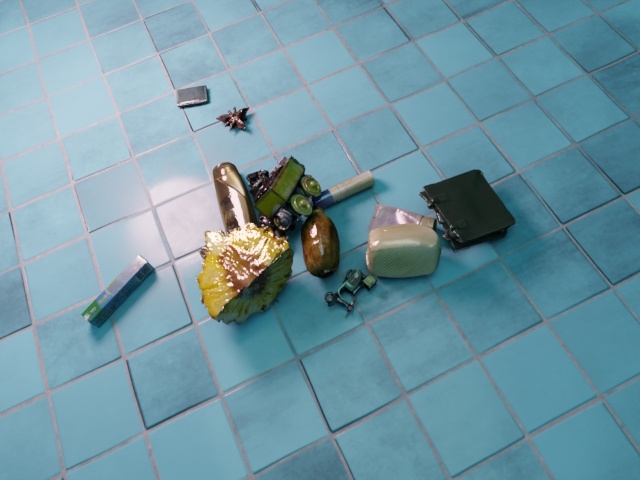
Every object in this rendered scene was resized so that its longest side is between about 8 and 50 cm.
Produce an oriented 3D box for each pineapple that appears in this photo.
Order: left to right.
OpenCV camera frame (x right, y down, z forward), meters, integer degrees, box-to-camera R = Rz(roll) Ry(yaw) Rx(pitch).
[{"bbox_3d":[-0.253,0.085,1.611,0.344,0.209,0.286,-44,57,-4],"label":"pineapple"}]

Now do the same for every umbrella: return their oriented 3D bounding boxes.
[{"bbox_3d":[-0.178,-0.122,1.737,0.110,0.122,0.272,-39,63,35],"label":"umbrella"}]

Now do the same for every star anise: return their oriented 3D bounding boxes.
[{"bbox_3d":[-0.351,-0.482,1.948,0.129,0.056,0.124,3,65,6],"label":"star anise"}]

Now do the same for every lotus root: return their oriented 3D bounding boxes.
[{"bbox_3d":[0.000,0.000,1.636,0.128,0.145,0.260,-6,66,-5],"label":"lotus root"}]

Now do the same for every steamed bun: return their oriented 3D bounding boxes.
[{"bbox_3d":[0.265,0.019,1.601,0.238,0.170,0.152,-4,45,3],"label":"steamed bun"}]

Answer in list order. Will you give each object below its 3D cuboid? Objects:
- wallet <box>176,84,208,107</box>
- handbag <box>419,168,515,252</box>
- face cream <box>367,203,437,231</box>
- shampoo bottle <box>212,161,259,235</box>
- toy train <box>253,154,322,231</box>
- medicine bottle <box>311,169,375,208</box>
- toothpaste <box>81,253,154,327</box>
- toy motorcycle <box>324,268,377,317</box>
[{"bbox_3d":[-0.529,-0.593,2.034,0.129,0.026,0.088,-10,68,-1],"label":"wallet"},{"bbox_3d":[0.487,-0.104,1.643,0.260,0.079,0.247,-16,63,-23],"label":"handbag"},{"bbox_3d":[0.283,-0.061,1.697,0.224,0.070,0.114,10,64,23],"label":"face cream"},{"bbox_3d":[-0.304,-0.128,1.752,0.125,0.084,0.350,-32,61,24],"label":"shampoo bottle"},{"bbox_3d":[-0.109,-0.151,1.652,0.177,0.134,0.261,38,41,-14],"label":"toy train"},{"bbox_3d":[0.081,-0.179,1.763,0.231,0.059,0.059,-26,65,-7],"label":"medicine bottle"},{"bbox_3d":[-0.677,0.168,1.656,0.050,0.065,0.267,33,72,18],"label":"toothpaste"},{"bbox_3d":[0.095,0.164,1.598,0.100,0.058,0.173,42,72,15],"label":"toy motorcycle"}]
